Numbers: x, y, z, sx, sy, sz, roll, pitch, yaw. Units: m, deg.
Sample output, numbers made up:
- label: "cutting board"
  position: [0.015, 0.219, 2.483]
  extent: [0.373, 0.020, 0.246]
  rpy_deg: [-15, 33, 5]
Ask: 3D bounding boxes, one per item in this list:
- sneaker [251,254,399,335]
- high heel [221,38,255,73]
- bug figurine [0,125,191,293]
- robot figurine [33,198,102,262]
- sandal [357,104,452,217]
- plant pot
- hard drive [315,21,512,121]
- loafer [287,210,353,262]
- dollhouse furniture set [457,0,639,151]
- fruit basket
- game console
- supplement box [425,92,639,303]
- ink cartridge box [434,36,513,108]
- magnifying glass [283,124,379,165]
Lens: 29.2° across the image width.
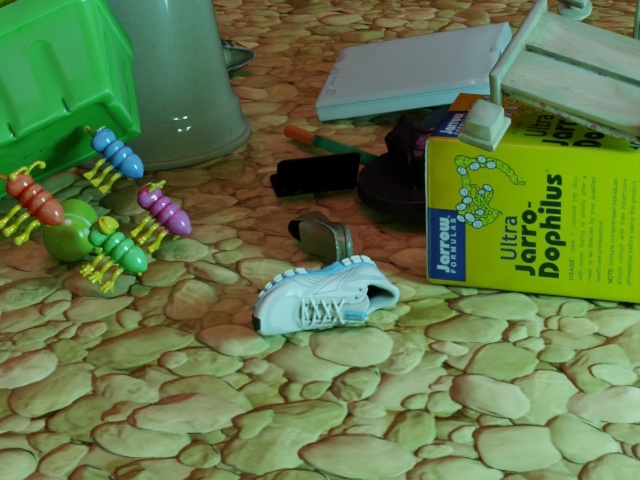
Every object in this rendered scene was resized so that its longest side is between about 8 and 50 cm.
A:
- label: "sneaker"
  position: [0.011, 0.070, 1.413]
  extent: [0.191, 0.071, 0.083]
  rpy_deg: [-20, 35, -32]
- label: "high heel"
  position: [-0.234, -0.333, 2.294]
  extent: [0.186, 0.093, 0.261]
  rpy_deg: [-4, 14, 12]
- label: "bug figurine"
  position: [-0.278, -0.052, 1.588]
  extent: [0.216, 0.072, 0.279]
  rpy_deg: [40, 32, 4]
- label: "robot figurine"
  position: [-0.331, -0.013, 1.631]
  extent: [0.101, 0.067, 0.115]
  rpy_deg: [25, 19, -15]
- label: "sandal"
  position: [0.167, -0.149, 1.831]
  extent: [0.167, 0.107, 0.446]
  rpy_deg: [6, 25, 18]
- label: "plant pot"
  position: [-0.288, -0.311, 2.002]
  extent: [0.334, 0.305, 0.334]
  rpy_deg: [-2, 25, 1]
- label: "hard drive"
  position: [0.161, -0.290, 2.103]
  extent: [0.307, 0.040, 0.203]
  rpy_deg: [-5, 37, 23]
- label: "loafer"
  position: [0.000, 0.000, 1.589]
  extent: [0.050, 0.056, 0.148]
  rpy_deg: [-12, 16, -19]
- label: "dollhouse furniture set"
  position: [0.378, -0.158, 1.442]
  extent: [0.303, 0.174, 0.355]
  rpy_deg: [24, 62, 23]
- label: "fruit basket"
  position: [-0.471, -0.273, 1.745]
  extent: [0.392, 0.392, 0.283]
  rpy_deg: [1, -17, 8]
- label: "game console"
  position: [-0.010, -0.109, 1.805]
  extent: [0.122, 0.071, 0.107]
  rpy_deg: [-6, 25, -9]
- label: "supplement box"
  position: [0.322, -0.055, 1.498]
  extent: [0.356, 0.195, 0.194]
  rpy_deg: [5, 25, 17]
- label: "ink cartridge box"
  position: [0.352, -0.278, 2.153]
  extent: [0.304, 0.072, 0.307]
  rpy_deg: [-19, 30, -34]
- label: "magnifying glass"
  position: [0.009, -0.150, 1.925]
  extent: [0.092, 0.026, 0.231]
  rpy_deg: [15, 8, -34]
